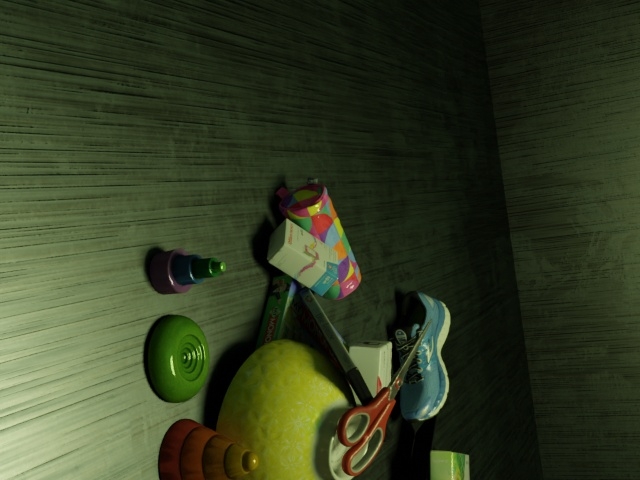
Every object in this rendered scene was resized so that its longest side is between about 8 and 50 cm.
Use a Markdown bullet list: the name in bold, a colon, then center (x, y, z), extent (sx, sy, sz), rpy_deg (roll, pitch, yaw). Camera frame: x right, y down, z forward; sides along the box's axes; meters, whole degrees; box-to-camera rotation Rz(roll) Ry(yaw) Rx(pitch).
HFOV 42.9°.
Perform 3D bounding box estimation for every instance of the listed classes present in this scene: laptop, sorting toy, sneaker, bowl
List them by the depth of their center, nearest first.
- **sorting toy**: center (-0.157, 0.190, 1.155), extent (0.127, 0.126, 0.366), rpy_deg (-4, 87, -64)
- **bowl**: center (-0.017, 0.311, 1.302), extent (0.289, 0.156, 0.290), rpy_deg (-11, 103, -55)
- **laptop**: center (0.279, 0.562, 1.911), extent (0.264, 0.136, 0.234), rpy_deg (45, 43, -28)
- **sneaker**: center (0.218, 0.269, 1.924), extent (0.147, 0.129, 0.330), rpy_deg (35, 48, -38)

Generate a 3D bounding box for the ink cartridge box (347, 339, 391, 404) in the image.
- **ink cartridge box**: center (0.097, 0.255, 1.590), extent (0.150, 0.063, 0.109), rpy_deg (9, 84, -77)

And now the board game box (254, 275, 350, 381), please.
- **board game box**: center (-0.021, 0.240, 1.505), extent (0.317, 0.046, 0.214), rpy_deg (54, 39, -44)

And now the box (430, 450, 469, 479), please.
- **box**: center (0.295, 0.638, 1.821), extent (0.232, 0.058, 0.322), rpy_deg (39, 48, -66)

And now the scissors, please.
- **scissors**: center (0.114, 0.250, 1.313), extent (0.297, 0.021, 0.109), rpy_deg (-43, 124, -40)

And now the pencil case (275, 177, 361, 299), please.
- **pencil case**: center (0.000, 0.000, 1.551), extent (0.236, 0.104, 0.104), rpy_deg (67, 30, -30)

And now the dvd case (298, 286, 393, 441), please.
- **dvd case**: center (0.041, 0.207, 1.399), extent (0.180, 0.022, 0.253), rpy_deg (63, -5, -34)

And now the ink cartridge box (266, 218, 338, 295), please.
- **ink cartridge box**: center (-0.031, 0.029, 1.454), extent (0.122, 0.052, 0.088), rpy_deg (32, 27, -19)
